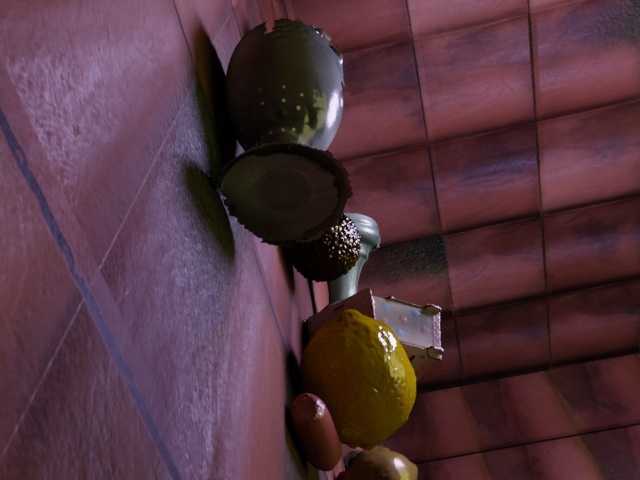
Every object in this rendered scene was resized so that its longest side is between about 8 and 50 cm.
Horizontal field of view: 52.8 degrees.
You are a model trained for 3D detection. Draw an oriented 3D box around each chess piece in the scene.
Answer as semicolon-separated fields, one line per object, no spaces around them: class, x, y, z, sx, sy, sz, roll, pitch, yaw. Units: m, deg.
chess piece;0.054;0.100;1.592;0.194;0.195;0.298;66;23;-69

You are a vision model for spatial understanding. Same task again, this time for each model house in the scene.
model house;0.077;0.235;1.350;0.169;0.244;0.326;-95;-154;-44

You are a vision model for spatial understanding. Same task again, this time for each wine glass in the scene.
wine glass;-0.052;-0.170;0.928;0.357;0.191;0.190;-90;168;-46

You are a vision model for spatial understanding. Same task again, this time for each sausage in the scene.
sausage;-0.006;0.299;0.996;0.062;0.062;0.154;-96;172;-50

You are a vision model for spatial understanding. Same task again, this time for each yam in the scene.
yam;0.090;0.540;1.580;0.132;0.054;0.054;63;16;-70

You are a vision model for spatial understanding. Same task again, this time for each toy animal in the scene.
toy animal;0.115;0.511;1.258;0.281;0.169;0.195;-90;171;-63

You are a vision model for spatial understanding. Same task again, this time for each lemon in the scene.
lemon;0.064;0.244;1.121;0.204;0.204;0.260;-85;165;-73

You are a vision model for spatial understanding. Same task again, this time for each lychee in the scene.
lychee;0.000;0.000;1.300;0.171;0.171;0.171;-12;90;-85

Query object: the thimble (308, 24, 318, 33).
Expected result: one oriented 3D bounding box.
thimble;-0.058;-0.357;1.453;0.217;0.157;0.245;68;10;-50
